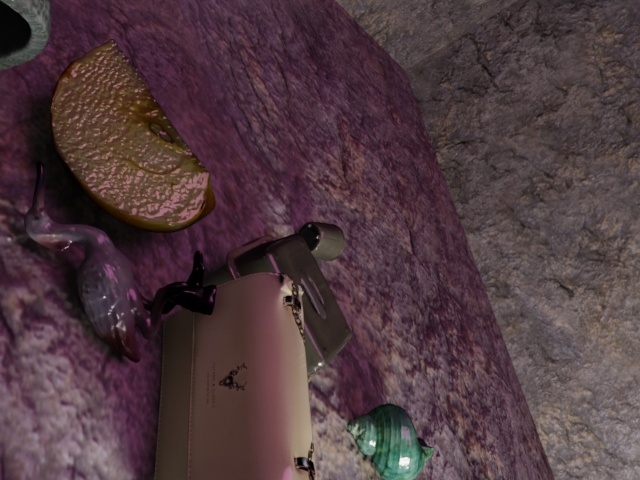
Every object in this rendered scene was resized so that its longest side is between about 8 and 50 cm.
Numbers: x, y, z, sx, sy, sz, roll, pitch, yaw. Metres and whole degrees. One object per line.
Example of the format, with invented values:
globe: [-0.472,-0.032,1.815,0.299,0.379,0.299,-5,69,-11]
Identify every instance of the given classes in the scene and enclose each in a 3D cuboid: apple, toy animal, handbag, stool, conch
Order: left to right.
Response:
toy animal: [-0.318,0.051,0.986,0.324,0.090,0.195,31,78,-19]
apple: [-0.321,-0.156,1.112,0.346,0.179,0.254,55,6,4]
handbag: [-0.125,0.247,1.010,0.160,0.236,0.358,39,33,-43]
stool: [0.000,0.000,1.654,0.110,0.096,0.096,13,54,-51]
conch: [0.153,0.445,1.464,0.202,0.134,0.196,50,-13,-12]

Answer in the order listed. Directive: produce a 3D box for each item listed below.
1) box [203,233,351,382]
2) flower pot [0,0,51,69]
box: [-0.079,0.134,1.287,0.290,0.166,0.220,63,25,-1]
flower pot: [-0.514,-0.404,0.915,0.299,0.299,0.283,11,68,-59]
